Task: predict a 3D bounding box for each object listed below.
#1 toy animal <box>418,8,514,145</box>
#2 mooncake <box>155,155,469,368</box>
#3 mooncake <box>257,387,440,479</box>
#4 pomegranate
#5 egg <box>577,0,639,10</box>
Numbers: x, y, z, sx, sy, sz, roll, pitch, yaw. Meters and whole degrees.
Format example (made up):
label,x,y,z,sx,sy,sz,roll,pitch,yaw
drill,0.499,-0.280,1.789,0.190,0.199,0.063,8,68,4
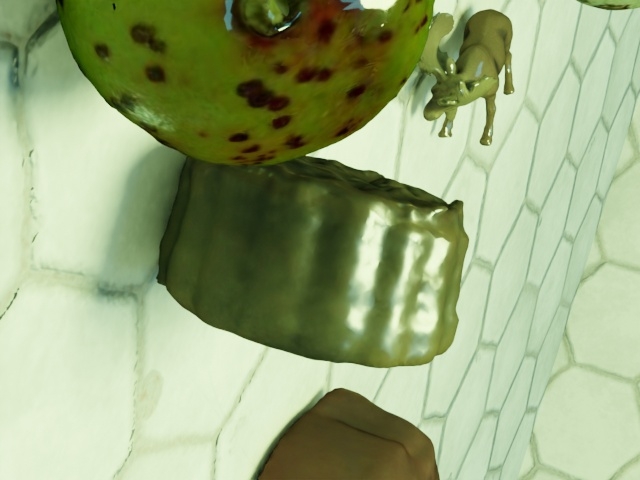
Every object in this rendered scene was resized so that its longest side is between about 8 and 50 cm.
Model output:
label,x,y,z,sx,sy,sz,roll,pitch,yaw
toy animal,0.162,-0.189,1.342,0.186,0.094,0.214,88,20,-51
mooncake,0.000,0.000,0.878,0.228,0.228,0.124,-11,116,-67
mooncake,0.037,0.331,1.311,0.334,0.174,0.325,-36,137,-56
pomegranate,-0.030,-0.164,0.697,0.286,0.231,0.230,-51,153,-67
egg,0.359,-0.432,1.340,0.287,0.288,0.379,-52,151,-43
